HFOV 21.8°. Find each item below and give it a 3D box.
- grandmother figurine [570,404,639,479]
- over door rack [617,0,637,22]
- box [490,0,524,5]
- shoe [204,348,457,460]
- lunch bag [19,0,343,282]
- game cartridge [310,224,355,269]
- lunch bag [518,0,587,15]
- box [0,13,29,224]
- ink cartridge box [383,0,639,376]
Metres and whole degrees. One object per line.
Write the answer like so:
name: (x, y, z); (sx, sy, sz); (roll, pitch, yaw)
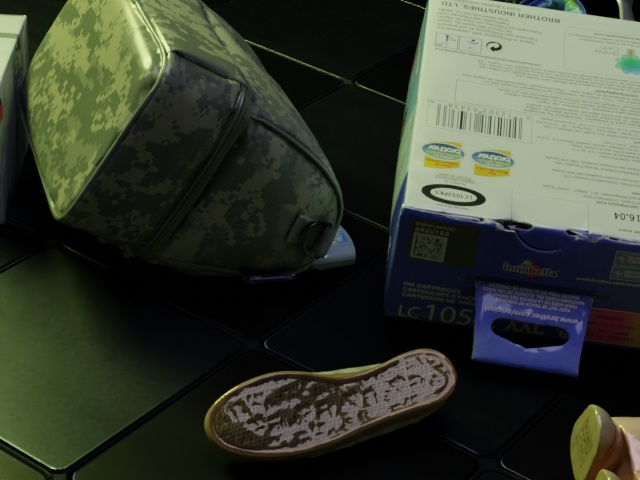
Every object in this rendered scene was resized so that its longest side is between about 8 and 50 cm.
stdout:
grandmother figurine: (0.379, 0.187, 1.334); (0.342, 0.104, 0.208); (4, 59, -8)
over door rack: (0.482, -0.246, 1.966); (0.239, 0.108, 0.324); (-2, 12, -40)
box: (0.196, -0.371, 2.121); (0.059, 0.183, 0.233); (-6, 34, -19)
shoe: (0.008, 0.144, 1.384); (0.219, 0.058, 0.077); (-10, 66, -17)
lunch bag: (-0.127, -0.106, 1.612); (0.256, 0.213, 0.305); (22, 21, -31)
game cartridge: (0.000, 0.000, 1.646); (0.056, 0.017, 0.083); (-6, 33, -25)
lunch bag: (0.262, -0.208, 1.919); (0.096, 0.129, 0.151); (12, 33, 9)
box: (-0.324, -0.124, 1.673); (0.038, 0.145, 0.186); (2, 32, -2)
ink cartridge box: (0.206, -0.051, 1.584); (0.270, 0.151, 0.395); (8, 43, 1)
